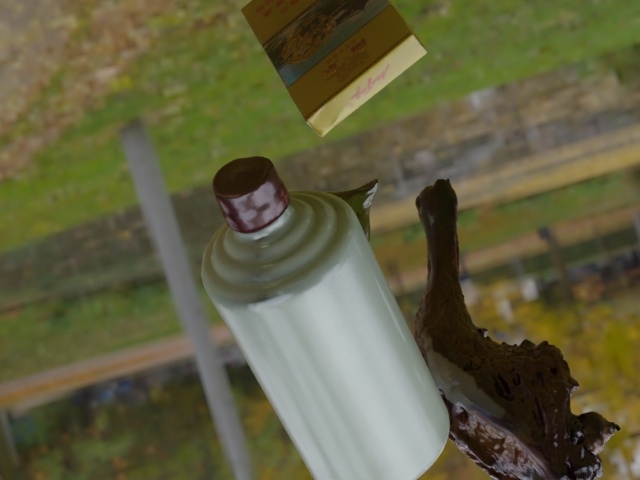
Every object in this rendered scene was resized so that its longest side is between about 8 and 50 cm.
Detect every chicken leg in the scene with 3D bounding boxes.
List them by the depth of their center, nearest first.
[{"bbox_3d":[0.153,0.108,1.906,0.158,0.407,0.096,-43,137,21],"label":"chicken leg"}]

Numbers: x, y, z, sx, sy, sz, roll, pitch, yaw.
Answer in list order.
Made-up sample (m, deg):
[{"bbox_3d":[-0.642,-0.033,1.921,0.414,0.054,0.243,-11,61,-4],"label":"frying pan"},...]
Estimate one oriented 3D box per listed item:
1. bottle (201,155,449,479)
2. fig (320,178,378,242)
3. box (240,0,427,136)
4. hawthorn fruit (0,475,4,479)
[{"bbox_3d":[-0.003,0.048,1.200,0.104,0.245,0.104,-17,-143,14],"label":"bottle"},{"bbox_3d":[0.000,0.000,1.759,0.154,0.103,0.109,-46,-168,4],"label":"fig"},{"bbox_3d":[0.006,-0.135,1.237,0.087,0.023,0.155,-36,-143,5],"label":"box"},{"bbox_3d":[-0.370,0.274,1.194,0.403,0.402,0.403,-16,177,-1],"label":"hawthorn fruit"}]
